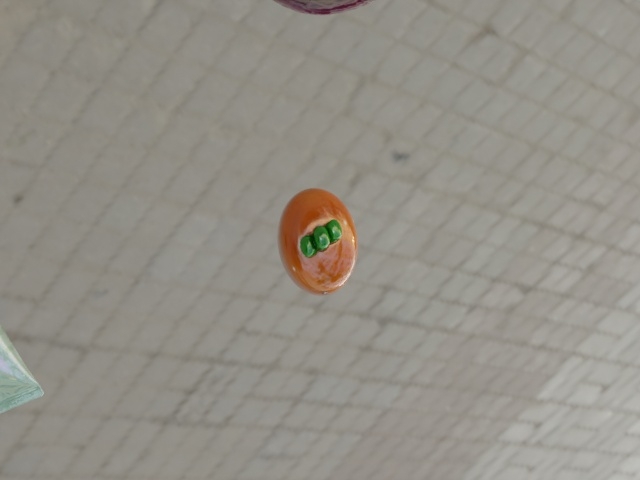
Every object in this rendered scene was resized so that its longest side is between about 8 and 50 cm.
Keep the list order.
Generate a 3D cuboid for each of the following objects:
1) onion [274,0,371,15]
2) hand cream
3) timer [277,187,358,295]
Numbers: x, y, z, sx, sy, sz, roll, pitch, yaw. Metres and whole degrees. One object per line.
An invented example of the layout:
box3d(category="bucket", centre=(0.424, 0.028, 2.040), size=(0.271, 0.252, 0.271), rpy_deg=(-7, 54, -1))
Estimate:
box3d(category="onion", centre=(0.003, -0.276, 1.162), size=(0.177, 0.177, 0.153), rpy_deg=(65, 37, -58))
box3d(category="hand cream", centre=(-0.349, 0.076, 1.330), size=(0.078, 0.205, 0.050), rpy_deg=(-24, -172, 15))
box3d(category="timer", centre=(0.000, 0.000, 1.610), size=(0.099, 0.136, 0.136), rpy_deg=(-19, 145, -12))
